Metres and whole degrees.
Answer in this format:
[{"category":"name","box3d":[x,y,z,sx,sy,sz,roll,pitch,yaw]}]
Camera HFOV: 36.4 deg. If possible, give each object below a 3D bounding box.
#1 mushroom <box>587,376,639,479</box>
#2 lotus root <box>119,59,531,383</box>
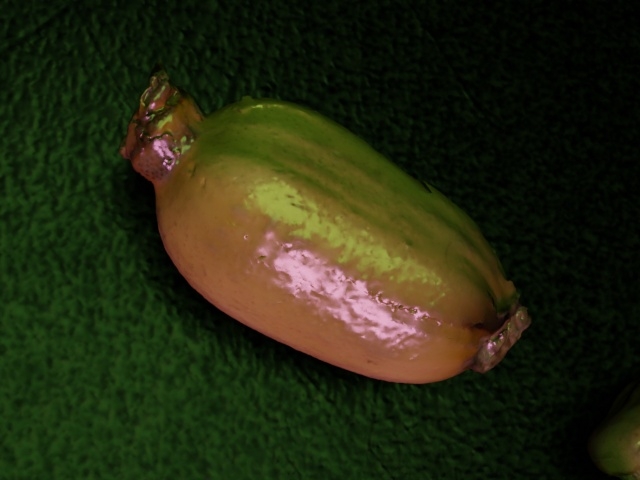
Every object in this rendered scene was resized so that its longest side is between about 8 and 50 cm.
[{"category":"mushroom","box3d":[0.356,0.217,0.726,0.351,0.095,0.122,34,54,-8]},{"category":"lotus root","box3d":[0.000,-0.001,0.656,0.303,0.131,0.146,31,49,-8]}]
